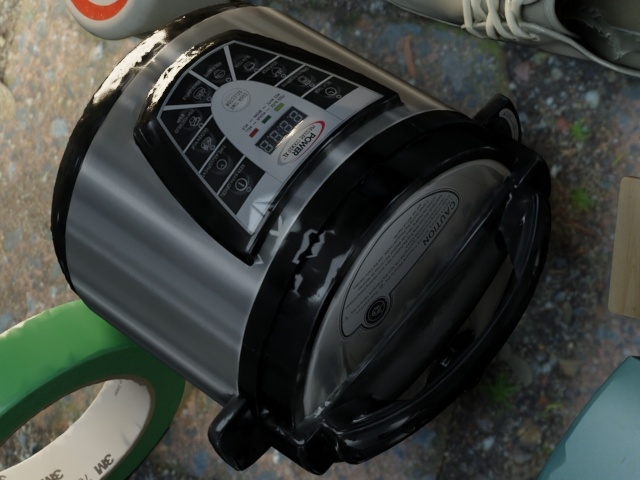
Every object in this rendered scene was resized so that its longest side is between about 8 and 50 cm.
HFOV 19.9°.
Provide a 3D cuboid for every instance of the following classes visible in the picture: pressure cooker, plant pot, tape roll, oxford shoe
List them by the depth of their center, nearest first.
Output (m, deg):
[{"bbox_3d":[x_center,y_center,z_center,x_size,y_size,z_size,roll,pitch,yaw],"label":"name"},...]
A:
[{"bbox_3d":[0.299,0.232,1.660,0.165,0.166,0.234,26,99,30],"label":"plant pot"},{"bbox_3d":[0.197,-0.250,1.746,0.449,0.130,0.169,18,135,40],"label":"oxford shoe"},{"bbox_3d":[0.003,0.002,1.754,0.420,0.375,0.369,34,118,29],"label":"pressure cooker"},{"bbox_3d":[-0.293,0.201,1.932,0.321,0.321,0.077,-50,63,18],"label":"tape roll"}]

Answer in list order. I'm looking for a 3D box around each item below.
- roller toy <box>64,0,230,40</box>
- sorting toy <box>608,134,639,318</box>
[{"bbox_3d":[-0.195,-0.317,1.999,0.209,0.146,0.191,-52,60,37],"label":"roller toy"},{"bbox_3d":[0.345,0.004,1.711,0.132,0.046,0.274,11,105,32],"label":"sorting toy"}]
